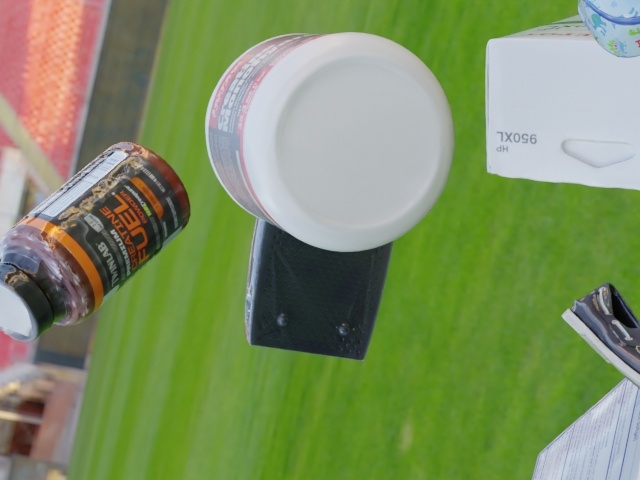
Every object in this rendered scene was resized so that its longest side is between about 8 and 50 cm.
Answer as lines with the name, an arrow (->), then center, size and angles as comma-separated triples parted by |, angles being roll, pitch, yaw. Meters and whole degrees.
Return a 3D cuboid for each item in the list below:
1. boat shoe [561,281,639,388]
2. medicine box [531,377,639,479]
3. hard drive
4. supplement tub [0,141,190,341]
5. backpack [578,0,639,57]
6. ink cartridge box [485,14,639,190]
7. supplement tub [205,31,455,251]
boat shoe -> 0.305, 0.099, 1.295 | 0.065, 0.075, 0.206 | -47, 29, 3
medicine box -> 0.342, 0.303, 1.468 | 0.289, 0.149, 0.263 | -54, 7, 46
hard drive -> 0.000, 0.000, 1.526 | 0.054, 0.172, 0.255 | 11, 90, 58
supplement tub -> -0.211, 0.004, 1.198 | 0.198, 0.106, 0.106 | -47, -11, -37
backpack -> 0.262, -0.212, 1.082 | 0.105, 0.114, 0.084 | 62, -179, 37
ink cartridge box -> 0.407, -0.183, 1.614 | 0.395, 0.285, 0.166 | -25, -64, -54
supplement tub -> -0.003, -0.099, 1.273 | 0.272, 0.191, 0.191 | -154, 76, -72
